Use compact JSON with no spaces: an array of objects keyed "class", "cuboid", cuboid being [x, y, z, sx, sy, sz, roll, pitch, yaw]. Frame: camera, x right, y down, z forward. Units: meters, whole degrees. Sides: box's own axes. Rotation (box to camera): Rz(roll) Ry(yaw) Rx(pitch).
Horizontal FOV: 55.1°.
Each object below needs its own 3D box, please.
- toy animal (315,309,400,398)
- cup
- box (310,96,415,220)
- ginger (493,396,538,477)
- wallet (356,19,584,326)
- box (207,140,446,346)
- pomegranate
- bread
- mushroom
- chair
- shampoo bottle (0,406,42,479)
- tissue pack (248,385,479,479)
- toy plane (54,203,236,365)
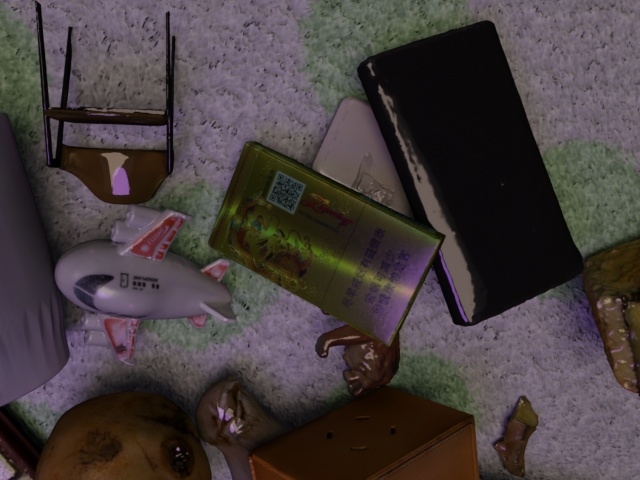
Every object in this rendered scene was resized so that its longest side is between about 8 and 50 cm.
[{"class":"toy animal","cuboid":[0.090,0.101,0.960,0.158,0.097,0.312,22,97,-21]},{"class":"cup","cuboid":[-0.485,0.022,0.789,0.253,0.253,0.371,-13,105,-4]},{"class":"box","cuboid":[0.133,-0.095,0.927,0.285,0.044,0.142,26,81,-10]},{"class":"ginger","cuboid":[0.338,0.338,1.053,0.058,0.044,0.137,6,103,-26]},{"class":"wallet","cuboid":[0.222,-0.100,0.895,0.228,0.062,0.406,-22,93,-13]},{"class":"box","cuboid":[0.000,0.000,0.869,0.311,0.043,0.173,27,107,15]},{"class":"pomegranate","cuboid":[-0.278,0.343,0.867,0.261,0.260,0.260,-1,101,-6]},{"class":"bread","cuboid":[0.514,0.110,0.970,0.262,0.163,0.204,-27,103,-24]},{"class":"mushroom","cuboid":[-0.098,0.399,0.975,0.177,0.126,0.396,-2,105,3]},{"class":"chair","cuboid":[-0.277,-0.170,0.827,0.159,0.172,0.246,2,94,-8]},{"class":"shampoo bottle","cuboid":[-0.552,0.259,0.913,0.129,0.084,0.323,-34,103,-1]},{"class":"tissue pack","cuboid":[0.070,0.340,0.883,0.275,0.194,0.145,-16,100,-35]},{"class":"toy plane","cuboid":[-0.241,0.065,0.867,0.252,0.118,0.252,-10,121,-18]}]
